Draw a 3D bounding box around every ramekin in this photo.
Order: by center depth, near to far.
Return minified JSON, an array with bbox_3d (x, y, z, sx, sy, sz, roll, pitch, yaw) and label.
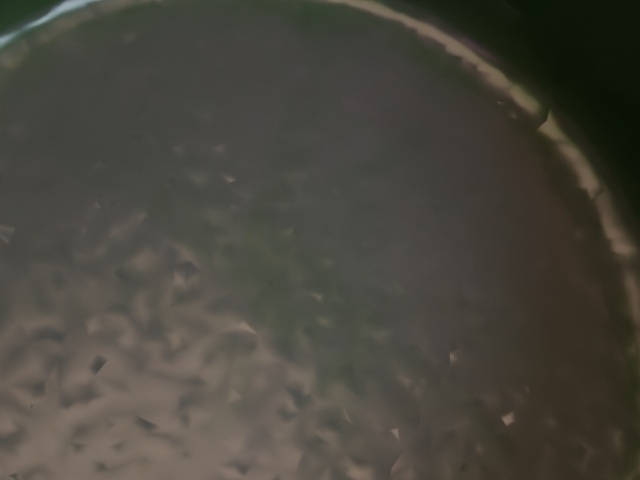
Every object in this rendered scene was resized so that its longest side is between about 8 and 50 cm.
[{"bbox_3d":[0.000,0.000,0.429,0.303,0.148,0.303,6,63,-12],"label":"ramekin"}]
